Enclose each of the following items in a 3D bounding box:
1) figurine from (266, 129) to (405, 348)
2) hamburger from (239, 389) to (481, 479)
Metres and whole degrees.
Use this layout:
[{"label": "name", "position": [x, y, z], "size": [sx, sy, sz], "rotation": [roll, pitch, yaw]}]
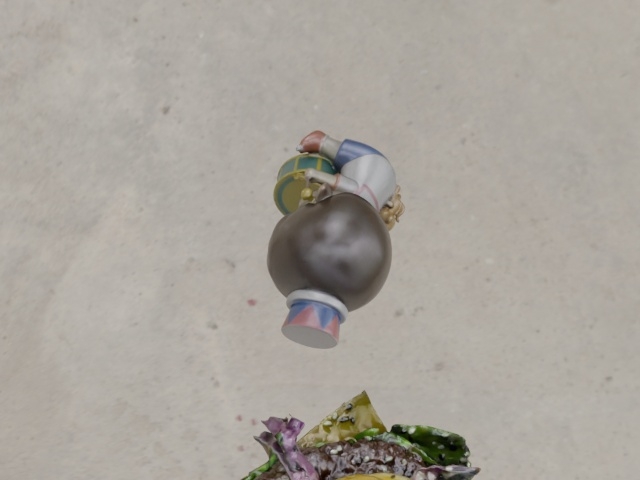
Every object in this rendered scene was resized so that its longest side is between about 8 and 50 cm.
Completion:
[{"label": "figurine", "position": [0.008, -0.002, 1.186], "size": [0.161, 0.158, 0.275], "rotation": [59, 26, -32]}, {"label": "hamburger", "position": [0.018, 0.165, 0.452], "size": [0.164, 0.093, 0.189], "rotation": [49, 63, -23]}]
